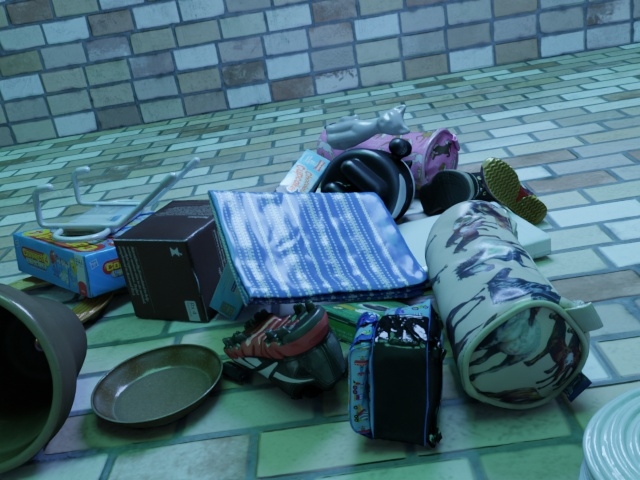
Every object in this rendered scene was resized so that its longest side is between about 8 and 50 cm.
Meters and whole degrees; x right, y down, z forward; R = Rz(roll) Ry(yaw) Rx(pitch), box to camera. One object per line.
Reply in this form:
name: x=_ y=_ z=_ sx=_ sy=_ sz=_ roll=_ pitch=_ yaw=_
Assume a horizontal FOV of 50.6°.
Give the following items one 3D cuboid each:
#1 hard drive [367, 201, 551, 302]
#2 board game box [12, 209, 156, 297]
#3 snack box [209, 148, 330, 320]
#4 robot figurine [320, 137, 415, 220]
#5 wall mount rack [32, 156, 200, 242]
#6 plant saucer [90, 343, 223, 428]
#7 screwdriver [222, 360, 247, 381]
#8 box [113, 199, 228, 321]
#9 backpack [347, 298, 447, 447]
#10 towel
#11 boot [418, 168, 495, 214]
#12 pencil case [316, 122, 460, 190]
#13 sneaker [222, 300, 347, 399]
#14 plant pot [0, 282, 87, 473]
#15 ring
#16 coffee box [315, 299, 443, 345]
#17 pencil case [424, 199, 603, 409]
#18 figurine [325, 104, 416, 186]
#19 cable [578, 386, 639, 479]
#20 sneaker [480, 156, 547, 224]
hard drive: x=0.224 y=0.014 z=1.306 sx=0.352 sy=0.047 sz=0.233 roll=-13 pitch=23 yaw=-9
board game box: x=-0.451 y=0.013 z=1.475 sx=0.308 sy=0.086 sz=0.301 roll=11 pitch=20 yaw=40
snack box: x=-0.090 y=-0.018 z=1.273 sx=0.060 sy=0.187 sz=0.322 roll=30 pitch=42 yaw=2
robot figurine: x=0.100 y=-0.110 z=1.428 sx=0.209 sy=0.174 sz=0.278 roll=-11 pitch=2 yaw=20
wall mount rack: x=-0.428 y=-0.098 z=1.465 sx=0.303 sy=0.131 sz=0.350 roll=-1 pitch=16 yaw=4
plant saucer: x=-0.241 y=0.223 z=1.018 sx=0.198 sy=0.036 sz=0.199 roll=-9 pitch=23 yaw=4
screwdriver: x=-0.172 y=0.196 z=1.081 sx=0.169 sy=0.024 sz=0.025 roll=6 pitch=55 yaw=47
box: x=-0.252 y=0.031 z=1.303 sx=0.166 sy=0.169 sz=0.203 roll=1 pitch=25 yaw=24
backpack: x=0.103 y=0.156 z=0.877 sx=0.116 sy=0.158 sz=0.173 roll=2 pitch=22 yaw=10
towel: x=0.000 y=0.000 z=1.130 sx=0.335 sy=0.040 sz=0.243 roll=-1 pitch=48 yaw=-29
boot: x=0.330 y=-0.118 z=1.457 sx=0.178 sy=0.085 sz=0.236 roll=-13 pitch=-3 yaw=-14
pencil case: x=0.167 y=-0.218 z=1.735 sx=0.160 sy=0.167 sz=0.386 roll=1 pitch=10 yaw=-45
sneaker: x=-0.054 y=0.170 z=0.993 sx=0.097 sy=0.135 sz=0.276 roll=-40 pitch=12 yaw=-30
plant pot: x=-0.461 y=0.176 z=0.994 sx=0.262 sy=0.263 sz=0.229 roll=-9 pitch=5 yaw=3
ring: x=-0.576 y=0.141 z=1.358 sx=0.336 sy=0.032 sz=0.337 roll=-8 pitch=23 yaw=3
coffee box: x=0.089 y=0.125 z=1.021 sx=0.184 sy=0.041 sz=0.113 roll=1 pitch=10 yaw=-45
pencil case: x=0.261 y=0.072 z=1.000 sx=0.183 sy=0.160 sz=0.410 roll=-23 pitch=21 yaw=10
figurine: x=0.126 y=-0.208 z=1.616 sx=0.209 sy=0.215 sz=0.092 roll=-6 pitch=-2 yaw=36
cable: x=0.386 y=0.236 z=0.656 sx=0.257 sy=0.089 sz=0.257 roll=-15 pitch=23 yaw=-12
sneaker: x=0.380 y=-0.105 z=1.383 sx=0.069 sy=0.185 sz=0.084 roll=-45 pitch=22 yaw=6
